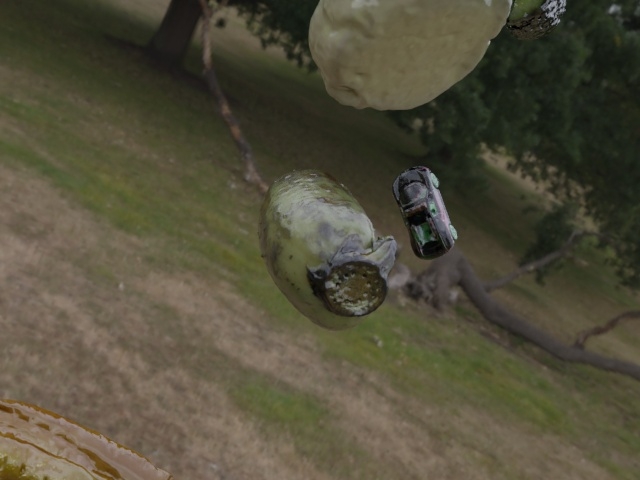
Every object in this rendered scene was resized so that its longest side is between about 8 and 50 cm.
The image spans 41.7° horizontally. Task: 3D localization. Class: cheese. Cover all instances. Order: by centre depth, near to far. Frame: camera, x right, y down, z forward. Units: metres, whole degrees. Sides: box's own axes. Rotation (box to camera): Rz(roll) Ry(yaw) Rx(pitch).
[{"bbox_3d":[0.141,-0.339,1.343,0.115,0.326,0.318,65,6,27],"label":"cheese"}]

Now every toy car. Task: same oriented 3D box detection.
[{"bbox_3d":[0.149,-0.041,1.239,0.055,0.069,0.142,0,69,-63],"label":"toy car"}]

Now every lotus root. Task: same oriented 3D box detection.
[{"bbox_3d":[0.000,0.000,1.085,0.173,0.173,0.309,22,18,-19],"label":"lotus root"}]

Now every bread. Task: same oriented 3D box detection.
[{"bbox_3d":[-0.251,0.175,0.651,0.271,0.139,0.077,38,48,-40],"label":"bread"}]

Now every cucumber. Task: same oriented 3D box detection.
[{"bbox_3d":[0.237,-0.257,0.902,0.062,0.078,0.211,16,13,8],"label":"cucumber"}]
